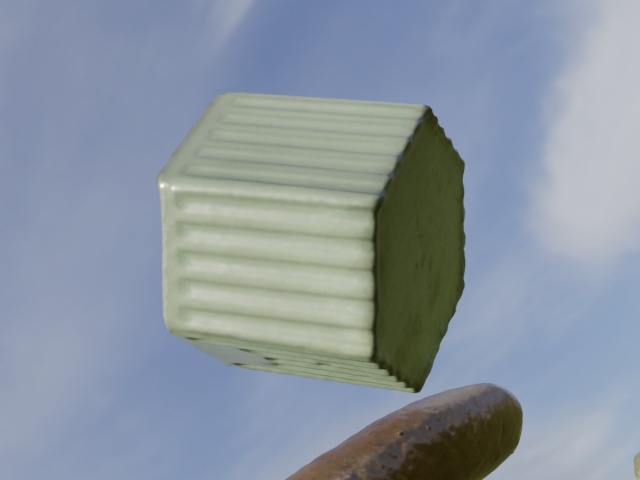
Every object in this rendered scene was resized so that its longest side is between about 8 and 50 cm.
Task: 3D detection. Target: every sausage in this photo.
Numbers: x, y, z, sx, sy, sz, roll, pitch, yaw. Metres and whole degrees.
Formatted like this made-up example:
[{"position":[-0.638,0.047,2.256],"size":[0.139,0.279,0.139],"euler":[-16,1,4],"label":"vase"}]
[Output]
[{"position":[0.055,0.272,1.476],"size":[0.501,0.123,0.136],"euler":[-29,-53,-38],"label":"sausage"}]

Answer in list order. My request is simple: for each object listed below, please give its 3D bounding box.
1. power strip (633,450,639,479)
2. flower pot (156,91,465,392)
[{"position":[0.451,0.241,1.259],"size":[0.387,0.066,0.092],"euler":[25,-62,-24],"label":"power strip"},{"position":[0.000,0.000,1.121],"size":[0.239,0.189,0.209],"euler":[42,-122,-60],"label":"flower pot"}]
